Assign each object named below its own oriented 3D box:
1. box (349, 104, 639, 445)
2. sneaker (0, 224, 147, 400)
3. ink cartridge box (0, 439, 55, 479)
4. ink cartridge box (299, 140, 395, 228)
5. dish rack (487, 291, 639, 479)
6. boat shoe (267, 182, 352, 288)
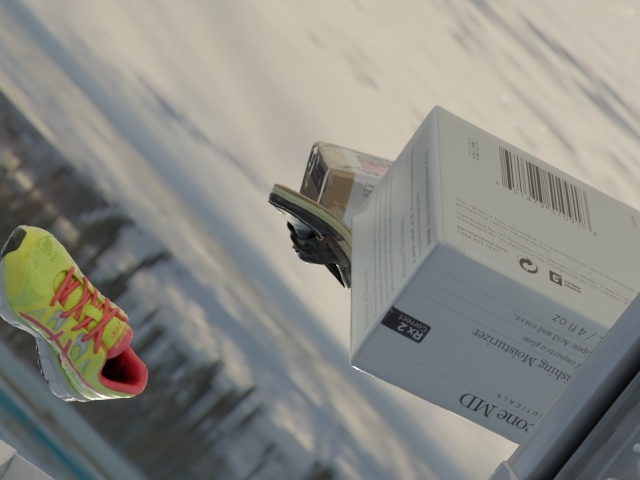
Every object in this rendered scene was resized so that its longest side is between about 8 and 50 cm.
[{"bbox_3d":[0.124,0.030,1.367,0.181,0.119,0.182,26,-149,-15],"label":"box"},{"bbox_3d":[-0.206,0.063,1.707,0.094,0.081,0.208,9,145,29],"label":"sneaker"},{"bbox_3d":[-0.255,0.145,1.182,0.181,0.104,0.061,32,-161,8],"label":"ink cartridge box"},{"bbox_3d":[0.101,-0.026,2.115,0.234,0.088,0.193,14,-171,-9],"label":"ink cartridge box"},{"bbox_3d":[0.227,0.151,0.980,0.072,0.333,0.285,18,-155,-43],"label":"dish rack"},{"bbox_3d":[0.000,0.000,1.783,0.056,0.049,0.152,32,176,47],"label":"boat shoe"}]
